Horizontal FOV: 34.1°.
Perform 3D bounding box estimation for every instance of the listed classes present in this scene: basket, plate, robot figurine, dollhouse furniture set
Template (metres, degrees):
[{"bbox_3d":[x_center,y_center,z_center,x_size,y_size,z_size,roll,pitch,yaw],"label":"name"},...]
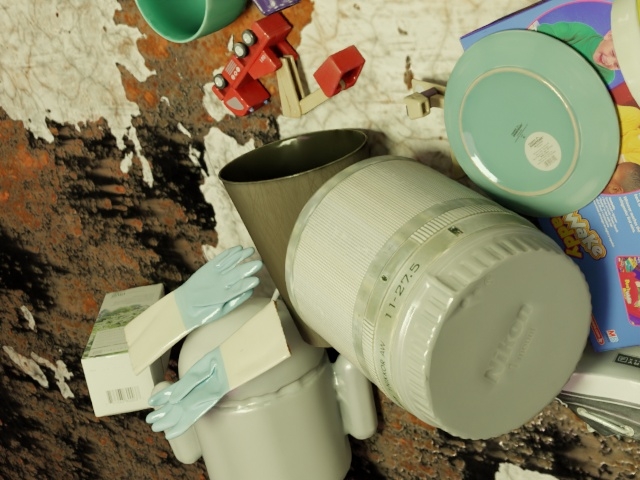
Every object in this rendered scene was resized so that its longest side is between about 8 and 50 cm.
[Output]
[{"bbox_3d":[0.000,0.000,1.255,0.204,0.154,0.226,1,118,43],"label":"basket"},{"bbox_3d":[0.190,-0.105,0.986,0.188,0.024,0.188,22,127,33],"label":"plate"},{"bbox_3d":[-0.075,0.227,1.416,0.300,0.200,0.353,-11,111,4],"label":"robot figurine"},{"bbox_3d":[0.120,-0.118,1.129,0.081,0.091,0.114,23,132,51],"label":"dollhouse furniture set"}]

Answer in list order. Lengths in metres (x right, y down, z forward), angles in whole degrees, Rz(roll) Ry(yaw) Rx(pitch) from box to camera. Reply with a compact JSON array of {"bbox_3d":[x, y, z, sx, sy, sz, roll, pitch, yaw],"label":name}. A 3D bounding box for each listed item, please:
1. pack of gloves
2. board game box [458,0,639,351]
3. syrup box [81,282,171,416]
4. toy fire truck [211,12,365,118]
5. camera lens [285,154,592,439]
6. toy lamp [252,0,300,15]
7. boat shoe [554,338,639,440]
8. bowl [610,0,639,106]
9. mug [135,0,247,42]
[{"bbox_3d":[-0.136,0.129,1.303,0.232,0.046,0.195,-37,51,20],"label":"pack of gloves"},{"bbox_3d":[0.304,-0.077,0.973,0.233,0.078,0.347,-15,103,47],"label":"board game box"},{"bbox_3d":[-0.278,0.155,1.538,0.093,0.237,0.096,-9,110,1],"label":"syrup box"},{"bbox_3d":[-0.044,-0.195,1.249,0.135,0.047,0.192,50,138,6],"label":"toy fire truck"},{"bbox_3d":[0.109,0.048,1.064,0.274,0.219,0.219,37,138,52],"label":"camera lens"},{"bbox_3d":[-0.092,-0.387,1.159,0.080,0.080,0.274,-10,106,46],"label":"toy lamp"},{"bbox_3d":[0.308,0.160,1.100,0.301,0.108,0.102,11,120,30],"label":"boat shoe"},{"bbox_3d":[0.308,-0.160,0.756,0.156,0.289,0.289,-17,102,42],"label":"bowl"},{"bbox_3d":[-0.156,-0.319,1.242,0.157,0.097,0.129,49,138,10],"label":"mug"}]
